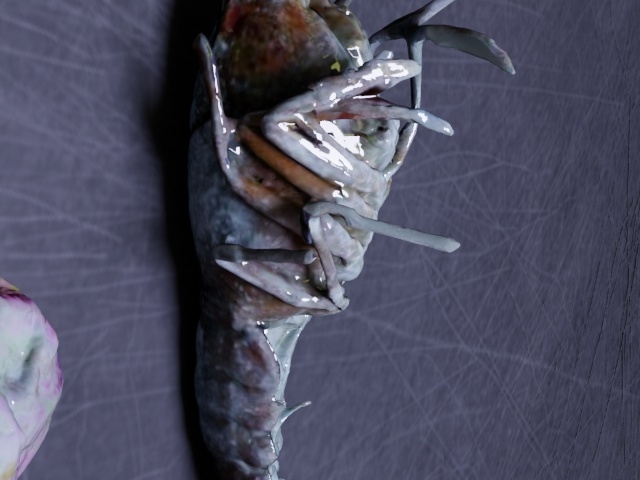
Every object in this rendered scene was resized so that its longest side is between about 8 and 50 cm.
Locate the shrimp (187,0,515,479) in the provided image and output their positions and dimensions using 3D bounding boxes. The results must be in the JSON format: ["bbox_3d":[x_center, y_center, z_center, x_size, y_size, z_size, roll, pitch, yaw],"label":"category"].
[{"bbox_3d":[-0.004,-0.003,0.897,0.221,0.166,0.410,-85,-173,-75],"label":"shrimp"}]

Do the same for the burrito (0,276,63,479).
[{"bbox_3d":[-0.198,0.085,0.669,0.229,0.089,0.144,-27,121,-49],"label":"burrito"}]
